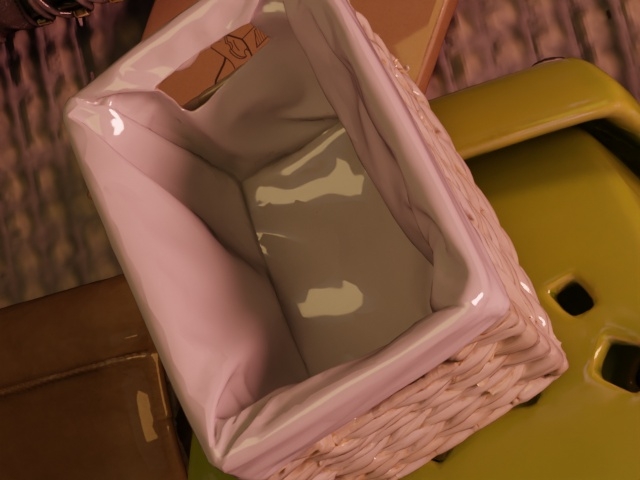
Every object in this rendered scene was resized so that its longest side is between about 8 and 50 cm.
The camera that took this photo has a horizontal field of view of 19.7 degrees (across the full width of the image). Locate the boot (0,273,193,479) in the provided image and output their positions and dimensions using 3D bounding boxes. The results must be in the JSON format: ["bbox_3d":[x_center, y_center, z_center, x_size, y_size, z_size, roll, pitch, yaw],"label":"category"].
[{"bbox_3d":[-0.192,0.051,0.974,0.269,0.089,0.236,-13,90,22],"label":"boot"}]

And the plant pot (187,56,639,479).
[{"bbox_3d":[0.078,0.060,0.782,0.228,0.227,0.207,-18,69,21],"label":"plant pot"}]

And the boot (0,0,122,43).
[{"bbox_3d":[-0.193,-0.113,0.941,0.229,0.091,0.263,-15,39,24],"label":"boot"}]

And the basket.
[{"bbox_3d":[0.000,0.000,0.658,0.113,0.103,0.167,-33,58,12],"label":"basket"}]

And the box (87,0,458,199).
[{"bbox_3d":[-0.022,-0.091,0.952,0.164,0.021,0.201,19,91,25],"label":"box"}]
